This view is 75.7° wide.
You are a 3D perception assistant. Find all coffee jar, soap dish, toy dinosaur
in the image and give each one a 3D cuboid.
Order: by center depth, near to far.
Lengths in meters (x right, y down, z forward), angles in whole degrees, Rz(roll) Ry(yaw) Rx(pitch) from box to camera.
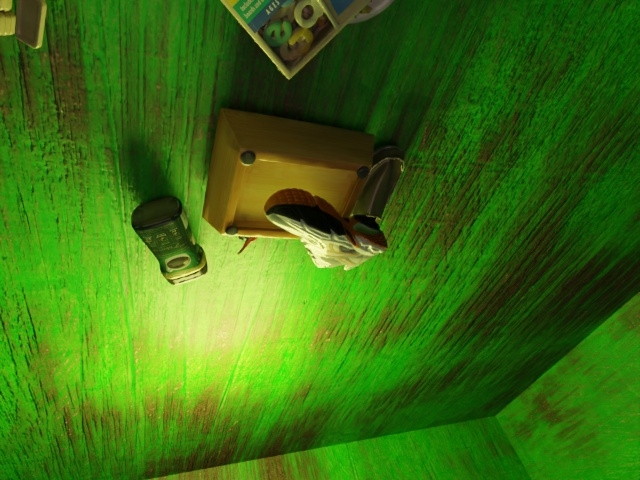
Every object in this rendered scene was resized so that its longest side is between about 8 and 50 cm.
[{"bbox_3d":[-0.057,-0.105,0.769,0.290,0.118,0.229,3,132,-25],"label":"soap dish"},{"bbox_3d":[-0.292,0.007,0.817,0.096,0.079,0.184,-18,136,-9],"label":"coffee jar"},{"bbox_3d":[-0.131,-0.013,0.873,0.082,0.090,0.047,-7,163,32],"label":"toy dinosaur"}]

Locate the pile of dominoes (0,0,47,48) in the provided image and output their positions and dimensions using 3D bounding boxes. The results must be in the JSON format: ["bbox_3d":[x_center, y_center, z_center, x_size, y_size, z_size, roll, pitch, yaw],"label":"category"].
[{"bbox_3d":[-0.362,-0.355,0.431,0.196,0.040,0.251,30,121,-6],"label":"pile of dominoes"}]

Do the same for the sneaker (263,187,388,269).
[{"bbox_3d":[0.000,0.000,0.744,0.262,0.099,0.121,20,127,-35],"label":"sneaker"}]

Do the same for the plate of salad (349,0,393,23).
[{"bbox_3d":[0.050,-0.402,0.565,0.199,0.048,0.200,-12,136,-11],"label":"plate of salad"}]

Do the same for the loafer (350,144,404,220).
[{"bbox_3d":[0.112,-0.084,0.877,0.094,0.087,0.251,5,131,-25],"label":"loafer"}]

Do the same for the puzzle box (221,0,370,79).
[{"bbox_3d":[0.034,-0.404,0.428,0.409,0.052,0.272,-41,147,12],"label":"puzzle box"}]
